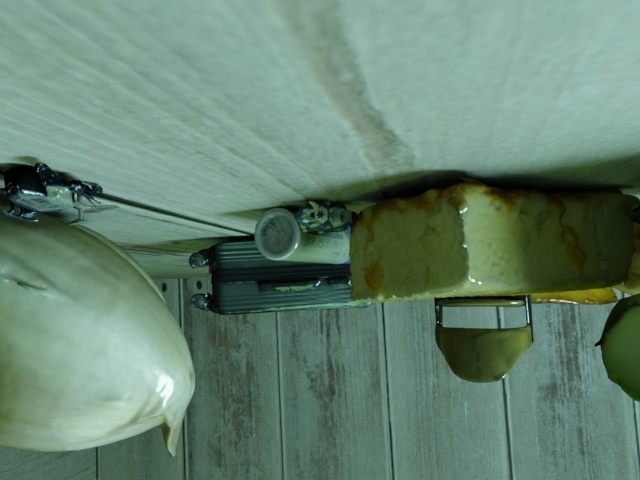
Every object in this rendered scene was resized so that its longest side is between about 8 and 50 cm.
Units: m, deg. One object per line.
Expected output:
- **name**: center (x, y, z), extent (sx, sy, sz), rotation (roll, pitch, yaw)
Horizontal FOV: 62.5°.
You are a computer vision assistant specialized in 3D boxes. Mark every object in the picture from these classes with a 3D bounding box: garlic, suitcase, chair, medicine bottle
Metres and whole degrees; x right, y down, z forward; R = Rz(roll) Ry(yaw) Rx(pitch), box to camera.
- **garlic**: center (-0.269, 0.075, 0.474), extent (0.312, 0.250, 0.286), rotation (-5, 159, -4)
- **suitcase**: center (-0.055, 0.060, 0.925), extent (0.311, 0.128, 0.202), rotation (-3, 175, 1)
- **chair**: center (0.273, 0.101, 0.900), extent (0.158, 0.247, 0.172), rotation (-4, 176, 23)
- **medicine bottle**: center (0.000, 0.000, 0.675), extent (0.059, 0.059, 0.230), rotation (-5, 175, 25)

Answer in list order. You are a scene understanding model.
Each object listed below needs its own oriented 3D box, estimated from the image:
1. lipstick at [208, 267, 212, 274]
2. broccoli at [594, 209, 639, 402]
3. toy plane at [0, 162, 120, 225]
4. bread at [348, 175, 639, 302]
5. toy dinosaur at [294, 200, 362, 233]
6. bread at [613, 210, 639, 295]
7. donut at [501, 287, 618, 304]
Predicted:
- **lipstick**: center (-0.201, 0.073, 1.463), extent (0.312, 0.051, 0.051), rotation (-4, 176, 40)
- **broccoli**: center (0.401, 0.084, 0.416), extent (0.271, 0.334, 0.324), rotation (27, 120, -17)
- **toy plane**: center (-0.192, -0.033, 0.385), extent (0.049, 0.031, 0.121), rotation (-11, 172, -1)
- **bread**: center (0.178, 0.004, 0.551), extent (0.274, 0.114, 0.184), rotation (-1, 171, -32)
- **toy dinosaur**: center (0.009, -0.025, 0.562), extent (0.047, 0.031, 0.083), rotation (-4, 175, 40)
- **bread**: center (0.512, 0.008, 0.653), extent (0.166, 0.133, 0.294), rotation (-7, 176, -29)
- **donut**: center (0.550, 0.092, 1.461), extent (0.377, 0.164, 0.435), rotation (1, 176, -25)
